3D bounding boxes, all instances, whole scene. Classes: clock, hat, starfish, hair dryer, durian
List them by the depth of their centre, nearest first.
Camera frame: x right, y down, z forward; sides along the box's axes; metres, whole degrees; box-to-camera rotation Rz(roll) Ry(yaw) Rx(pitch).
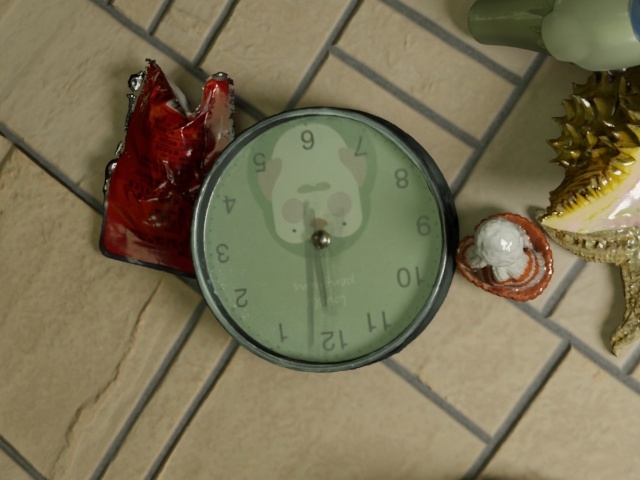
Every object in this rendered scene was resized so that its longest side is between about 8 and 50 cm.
[{"bbox_3d":[0.358,-0.131,1.077,0.305,0.185,0.195,-14,43,15],"label":"durian"},{"bbox_3d":[0.295,-0.261,1.114,0.296,0.298,0.119,-1,119,46],"label":"hair dryer"},{"bbox_3d":[0.191,0.014,1.136,0.112,0.162,0.093,19,94,18],"label":"hat"},{"bbox_3d":[0.347,-0.011,1.138,0.236,0.062,0.277,30,105,26],"label":"starfish"},{"bbox_3d":[0.001,0.000,1.243,0.319,0.066,0.318,0,91,13],"label":"clock"}]

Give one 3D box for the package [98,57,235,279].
[{"bbox_3d":[-0.189,-0.088,1.345,0.194,0.071,0.269,17,98,29],"label":"package"}]
